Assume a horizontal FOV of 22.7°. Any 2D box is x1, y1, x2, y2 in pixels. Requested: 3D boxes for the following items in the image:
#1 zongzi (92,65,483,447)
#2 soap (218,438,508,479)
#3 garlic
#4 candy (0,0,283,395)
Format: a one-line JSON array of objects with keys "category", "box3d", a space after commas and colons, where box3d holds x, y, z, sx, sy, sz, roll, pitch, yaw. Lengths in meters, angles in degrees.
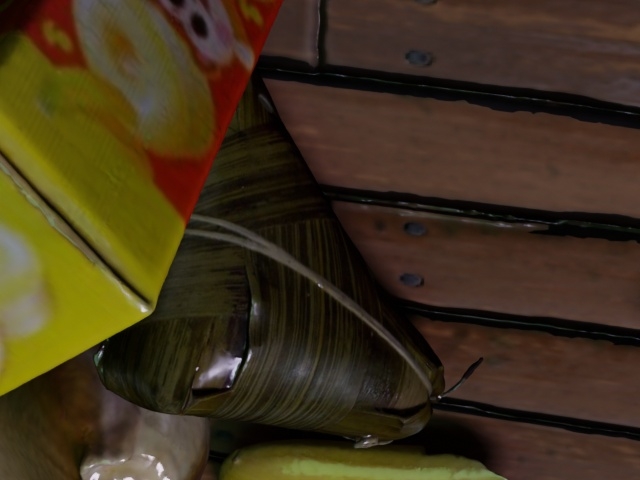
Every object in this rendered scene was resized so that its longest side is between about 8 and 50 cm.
[{"category": "zongzi", "box3d": [0.000, 0.000, 0.743, 0.187, 0.184, 0.084, 16, 172, -42]}, {"category": "soap", "box3d": [0.029, 0.137, 0.845, 0.169, 0.033, 0.089, 2, 141, 11]}, {"category": "garlic", "box3d": [-0.131, 0.093, 0.806, 0.115, 0.128, 0.207, 0, 165, -45]}, {"category": "candy", "box3d": [-0.098, -0.059, 0.572, 0.146, 0.276, 0.088, -28, 115, 27]}]
